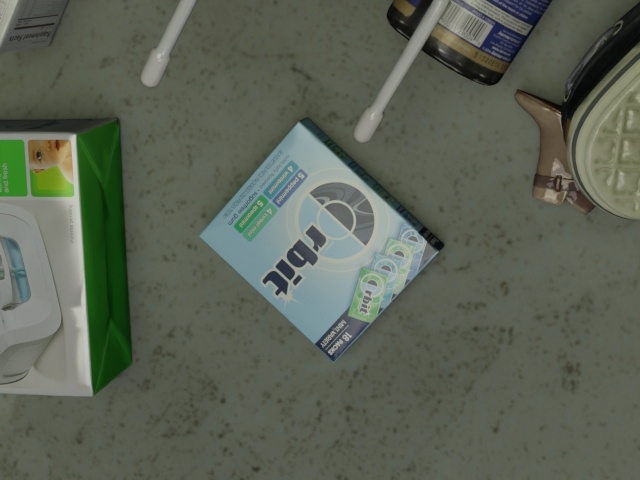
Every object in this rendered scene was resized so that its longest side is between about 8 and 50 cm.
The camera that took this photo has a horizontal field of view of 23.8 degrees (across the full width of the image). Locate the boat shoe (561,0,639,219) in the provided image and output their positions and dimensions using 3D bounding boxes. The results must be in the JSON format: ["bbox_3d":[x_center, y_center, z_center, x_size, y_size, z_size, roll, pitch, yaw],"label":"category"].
[{"bbox_3d":[0.400,-0.215,1.281,0.500,0.156,0.187,-41,110,6],"label":"boat shoe"}]

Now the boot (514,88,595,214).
[{"bbox_3d":[0.219,-0.079,1.413,0.118,0.042,0.087,27,107,8],"label":"boot"}]

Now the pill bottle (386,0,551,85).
[{"bbox_3d":[0.164,-0.259,1.352,0.122,0.123,0.219,35,106,6],"label":"pill bottle"}]

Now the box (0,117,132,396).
[{"bbox_3d":[-0.320,0.012,1.520,0.231,0.127,0.262,1,101,12],"label":"box"}]

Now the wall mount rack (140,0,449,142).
[{"bbox_3d":[0.004,-0.247,1.240,0.350,0.130,0.304,13,92,-23],"label":"wall mount rack"}]

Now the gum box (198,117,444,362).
[{"bbox_3d":[0.000,0.000,1.480,0.184,0.041,0.157,43,106,2],"label":"gum box"}]

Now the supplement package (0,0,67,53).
[{"bbox_3d":[-0.295,-0.317,1.445,0.133,0.139,0.244,28,104,6],"label":"supplement package"}]
